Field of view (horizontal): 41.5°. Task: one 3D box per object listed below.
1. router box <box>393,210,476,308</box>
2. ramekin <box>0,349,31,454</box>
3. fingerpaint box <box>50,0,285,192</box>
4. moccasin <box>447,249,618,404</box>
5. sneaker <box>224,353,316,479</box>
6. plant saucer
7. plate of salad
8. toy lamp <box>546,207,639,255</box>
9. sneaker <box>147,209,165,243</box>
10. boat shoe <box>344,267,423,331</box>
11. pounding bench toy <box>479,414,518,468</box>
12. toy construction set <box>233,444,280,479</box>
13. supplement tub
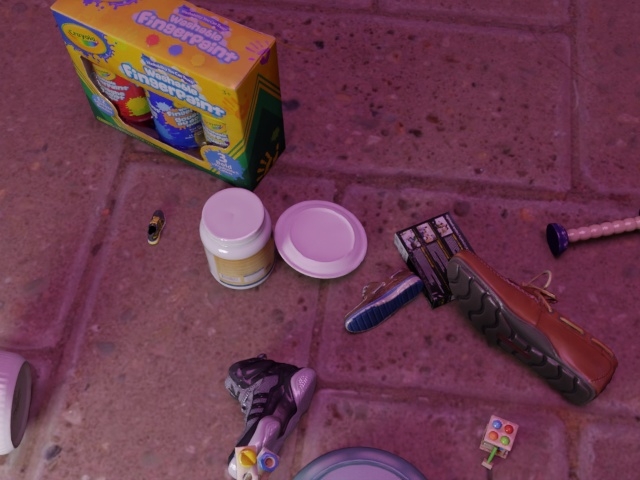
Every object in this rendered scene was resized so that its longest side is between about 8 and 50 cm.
[{"bbox_3d":[0.253,0.039,1.773,0.133,0.046,0.178,-21,63,-11],"label":"router box"},{"bbox_3d":[-0.607,0.299,1.557,0.109,0.207,0.207,5,60,-6],"label":"ramekin"},{"bbox_3d":[-0.312,-0.337,1.813,0.445,0.371,0.163,26,64,14],"label":"fingerpaint box"},{"bbox_3d":[0.413,0.147,1.651,0.380,0.139,0.147,37,59,15],"label":"moccasin"},{"bbox_3d":[-0.129,0.319,1.577,0.153,0.101,0.268,23,45,19],"label":"sneaker"},{"bbox_3d":[0.072,0.519,1.507,0.318,0.043,0.317,-1,60,1],"label":"plant saucer"},{"bbox_3d":[0.000,0.000,1.794,0.200,0.048,0.199,5,55,-7],"label":"plate of salad"},{"bbox_3d":[0.623,-0.026,1.787,0.275,0.080,0.080,-13,61,-4],"label":"toy lamp"},{"bbox_3d":[-0.356,-0.034,1.831,0.031,0.035,0.083,3,61,2],"label":"sneaker"},{"bbox_3d":[0.120,0.121,1.726,0.183,0.066,0.066,-29,48,-13],"label":"boat shoe"},{"bbox_3d":[0.327,0.378,1.568,0.052,0.065,0.083,20,63,12],"label":"pounding bench toy"},{"bbox_3d":[-0.102,0.520,1.405,0.215,0.151,0.327,24,89,-11],"label":"toy construction set"},{"bbox_3d":[-0.167,-0.003,1.716,0.145,0.199,0.144,0,61,1],"label":"supplement tub"}]
